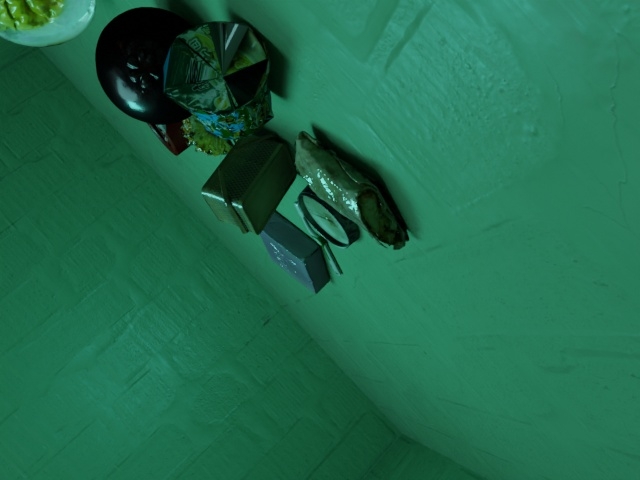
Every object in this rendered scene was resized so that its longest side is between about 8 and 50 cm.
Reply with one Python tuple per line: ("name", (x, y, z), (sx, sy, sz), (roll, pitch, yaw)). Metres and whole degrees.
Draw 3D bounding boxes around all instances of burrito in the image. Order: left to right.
("burrito", (0.065, -0.118, 1.121), (0.348, 0.107, 0.175), (43, 176, 20))

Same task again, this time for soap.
("soap", (-0.105, 0.051, 1.910), (0.285, 0.107, 0.296), (35, 161, 28))

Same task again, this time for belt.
("belt", (-0.639, -0.500, 1.919), (0.227, 0.115, 0.323), (33, 158, 35))

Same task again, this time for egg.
("egg", (-0.923, -0.844, 1.458), (0.339, 0.355, 0.354), (60, 166, 13))

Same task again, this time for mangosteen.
("mangosteen", (-0.442, -0.452, 1.255), (0.297, 0.297, 0.313), (54, 159, -22))

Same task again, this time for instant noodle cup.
("instant noodle cup", (-0.215, -0.349, 1.077), (0.240, 0.240, 0.178), (43, 173, 11))

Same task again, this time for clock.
("clock", (0.020, -0.069, 1.422), (0.226, 0.049, 0.226), (40, 161, 17))

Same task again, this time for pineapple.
("pineapple", (-0.413, -0.369, 1.639), (0.079, 0.135, 0.233), (28, 157, 48))

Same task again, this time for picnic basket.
("picnic basket", (-0.194, -0.166, 1.340), (0.139, 0.266, 0.165), (20, 155, 22))

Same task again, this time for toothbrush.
("toothbrush", (-0.003, 0.004, 1.658), (0.042, 0.040, 0.418), (29, 156, 41))

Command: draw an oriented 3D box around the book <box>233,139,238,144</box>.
("book", (-0.253, -0.293, 1.503), (0.201, 0.026, 0.289), (60, 174, 32))
